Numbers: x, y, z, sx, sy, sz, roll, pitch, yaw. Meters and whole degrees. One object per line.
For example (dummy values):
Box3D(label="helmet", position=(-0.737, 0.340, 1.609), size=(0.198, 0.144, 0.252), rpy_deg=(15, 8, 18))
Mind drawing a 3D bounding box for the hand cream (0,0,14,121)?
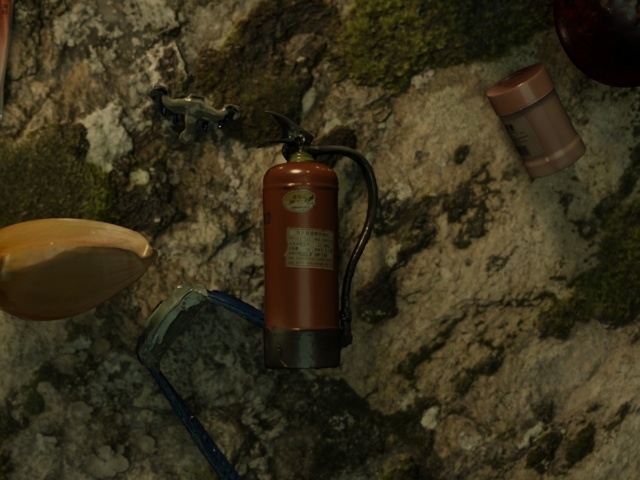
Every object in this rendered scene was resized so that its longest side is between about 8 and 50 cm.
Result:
Box3D(label="hand cream", position=(-0.459, -0.276, 1.496), size=(0.052, 0.038, 0.216), rpy_deg=(15, 101, 13))

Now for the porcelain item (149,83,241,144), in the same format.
Box3D(label="porcelain item", position=(-0.189, -0.177, 1.573), size=(0.136, 0.021, 0.075), rpy_deg=(14, 96, -14))

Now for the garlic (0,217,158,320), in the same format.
Box3D(label="garlic", position=(-0.356, 0.034, 1.501), size=(0.245, 0.164, 0.145), rpy_deg=(-8, 84, -16))

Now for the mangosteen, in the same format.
Box3D(label="mangosteen", position=(0.467, -0.342, 1.565), size=(0.235, 0.261, 0.235), rpy_deg=(-2, 100, -10))

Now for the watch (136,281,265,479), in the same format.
Box3D(label="watch", position=(-0.162, 0.220, 1.631), size=(0.274, 0.068, 0.276), rpy_deg=(31, 91, -20))

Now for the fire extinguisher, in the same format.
Box3D(label="fire extinguisher", position=(-0.010, 0.001, 1.596), size=(0.200, 0.113, 0.376), rpy_deg=(2, 85, -53))

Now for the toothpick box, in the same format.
Box3D(label="toothpick box", position=(0.331, -0.183, 1.646), size=(0.098, 0.098, 0.149), rpy_deg=(-32, 105, -5))
